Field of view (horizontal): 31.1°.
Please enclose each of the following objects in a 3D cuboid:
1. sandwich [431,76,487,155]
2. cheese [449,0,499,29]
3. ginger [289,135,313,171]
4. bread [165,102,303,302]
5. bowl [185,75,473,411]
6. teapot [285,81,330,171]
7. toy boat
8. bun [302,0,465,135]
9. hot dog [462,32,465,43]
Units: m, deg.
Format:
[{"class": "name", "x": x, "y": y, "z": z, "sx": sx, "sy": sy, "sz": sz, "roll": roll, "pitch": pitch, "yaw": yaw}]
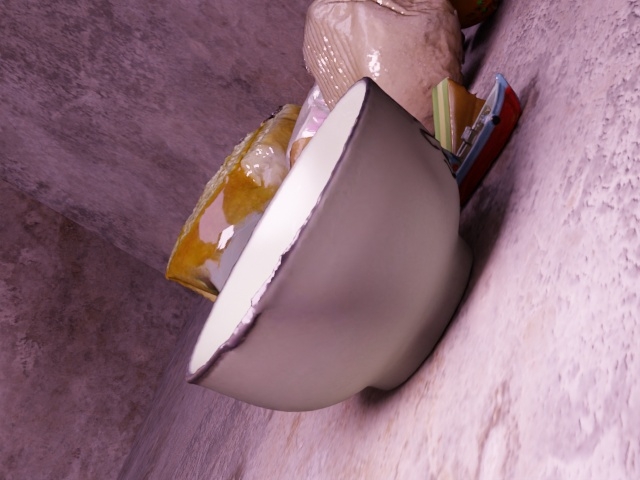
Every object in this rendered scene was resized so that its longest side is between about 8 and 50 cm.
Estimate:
[{"class": "sandwich", "x": 0.151, "y": -0.128, "z": 1.410, "sx": 0.116, "sy": 0.074, "sz": 0.074, "roll": -60, "pitch": 7, "yaw": -12}, {"class": "cheese", "x": 0.225, "y": -0.428, "z": 1.824, "sx": 0.329, "sy": 0.129, "sz": 0.217, "roll": -42, "pitch": -46, "yaw": -65}, {"class": "ginger", "x": 0.000, "y": 0.000, "z": 1.667, "sx": 0.219, "sy": 0.123, "sz": 0.270, "roll": 73, "pitch": -158, "yaw": -58}, {"class": "bread", "x": -0.089, "y": -0.042, "z": 2.063, "sx": 0.395, "sy": 0.239, "sz": 0.264, "roll": -57, "pitch": 12, "yaw": 5}, {"class": "bowl", "x": 0.030, "y": 0.032, "z": 1.155, "sx": 0.354, "sy": 0.185, "sz": 0.354, "roll": -58, "pitch": 8, "yaw": 13}, {"class": "teapot", "x": 0.042, "y": -0.166, "z": 1.821, "sx": 0.221, "sy": 0.178, "sz": 0.163, "roll": -59, "pitch": 8, "yaw": 45}, {"class": "toy boat", "x": 0.165, "y": -0.107, "z": 1.294, "sx": 0.173, "sy": 0.059, "sz": 0.069, "roll": -57, "pitch": 8, "yaw": 14}, {"class": "bun", "x": 0.105, "y": -0.263, "z": 1.657, "sx": 0.205, "sy": 0.281, "sz": 0.281, "roll": -26, "pitch": -2, "yaw": -17}, {"class": "hot dog", "x": 0.184, "y": -0.289, "z": 1.867, "sx": 0.099, "sy": 0.065, "sz": 0.147, "roll": -36, "pitch": 22, "yaw": 54}]
